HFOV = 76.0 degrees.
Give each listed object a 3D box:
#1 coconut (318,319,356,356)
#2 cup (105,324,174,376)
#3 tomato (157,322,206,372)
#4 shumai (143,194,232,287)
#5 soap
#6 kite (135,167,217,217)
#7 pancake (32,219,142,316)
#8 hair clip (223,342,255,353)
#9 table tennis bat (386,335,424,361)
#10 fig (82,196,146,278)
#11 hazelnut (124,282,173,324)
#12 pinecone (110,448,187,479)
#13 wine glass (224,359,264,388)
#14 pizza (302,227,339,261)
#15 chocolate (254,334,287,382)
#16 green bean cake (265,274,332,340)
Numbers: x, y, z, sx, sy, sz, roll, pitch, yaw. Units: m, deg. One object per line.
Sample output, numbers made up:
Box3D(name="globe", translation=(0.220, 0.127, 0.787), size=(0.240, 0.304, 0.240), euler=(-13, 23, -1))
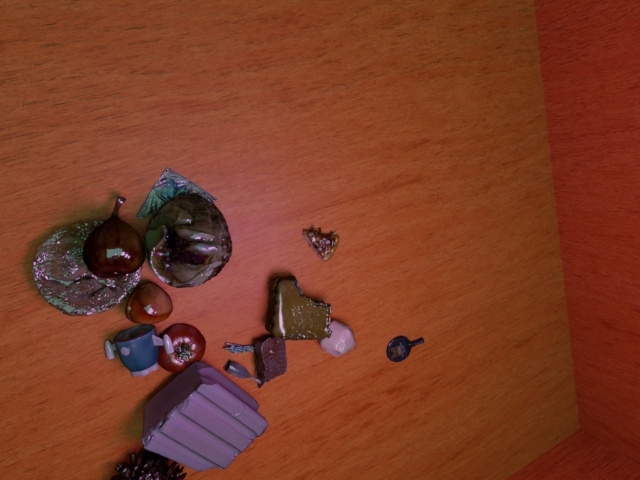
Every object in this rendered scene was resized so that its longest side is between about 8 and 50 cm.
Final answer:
Box3D(name="coconut", translation=(0.087, 0.487, 2.010), size=(0.183, 0.171, 0.170), euler=(27, 88, 18))
Box3D(name="cup", translation=(-0.741, 0.455, 1.681), size=(0.300, 0.167, 0.173), euler=(-8, 102, 11))
Box3D(name="tomato", translation=(-0.609, 0.476, 1.787), size=(0.225, 0.085, 0.225), euler=(-3, 97, -21))
Box3D(name="shumai", translation=(-0.495, 0.020, 1.608), size=(0.395, 0.348, 0.395), euler=(-5, 100, -27))
Box3D(name="soap", translation=(-0.493, 0.773, 1.779), size=(0.350, 0.213, 0.435), euler=(-46, 121, -8))
Box3D(name="kite", translation=(-0.602, -0.150, 1.718), size=(0.335, 0.011, 0.314), euler=(-13, 104, -19))
Box3D(name="pancake", translation=(-0.900, 0.106, 1.602), size=(0.387, 0.082, 0.386), euler=(-2, 95, -28))
Box3D(name="hair clip", translation=(-0.366, 0.506, 1.916), size=(0.173, 0.049, 0.049), euler=(8, 96, -24))
Box3D(name="table tennis bat", translation=(0.471, 0.591, 2.279), size=(0.236, 0.027, 0.150), euler=(-15, 104, -17))
Box3D(name="fig", translation=(-0.765, -0.022, 1.546), size=(0.217, 0.217, 0.320), euler=(6, 59, -23))
Box3D(name="hazelnut", translation=(-0.701, 0.258, 1.673), size=(0.182, 0.182, 0.182), euler=(-4, 101, -22))
Box3D(name="pinecone", translation=(-0.749, 1.037, 1.737), size=(0.298, 0.242, 0.296), euler=(-46, 112, -31))
Box3D(name="wine glass", translation=(-0.355, 0.627, 1.925), size=(0.198, 0.066, 0.066), euler=(36, 85, -24))
Box3D(name="pizza", translation=(0.000, 0.001, 1.957), size=(0.194, 0.069, 0.154), euler=(30, 88, -25))
Box3D(name="chocolate", translation=(-0.240, 0.543, 1.927), size=(0.148, 0.093, 0.214), euler=(-12, 100, -47))
Box3D(name="green bean cake", translation=(-0.101, 0.311, 1.915), size=(0.310, 0.202, 0.285), euler=(10, 83, -24))
